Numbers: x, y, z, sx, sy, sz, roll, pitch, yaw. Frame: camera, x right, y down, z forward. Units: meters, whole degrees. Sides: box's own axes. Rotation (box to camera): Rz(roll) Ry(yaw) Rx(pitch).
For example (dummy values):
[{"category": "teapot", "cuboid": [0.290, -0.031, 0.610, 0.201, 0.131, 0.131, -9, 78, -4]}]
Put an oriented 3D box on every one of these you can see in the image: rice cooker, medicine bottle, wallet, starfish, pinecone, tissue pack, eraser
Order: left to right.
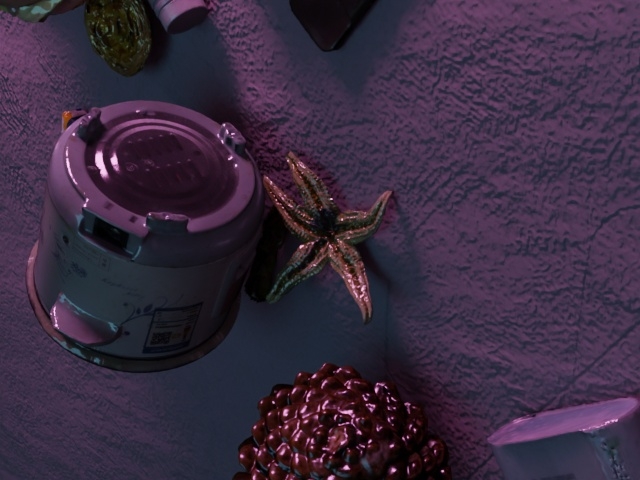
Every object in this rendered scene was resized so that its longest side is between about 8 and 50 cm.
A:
[{"category": "tissue pack", "cuboid": [-0.338, -0.146, 1.409, 0.083, 0.042, 0.062, 36, 129, 30]}, {"category": "rice cooker", "cuboid": [-0.207, 0.003, 1.148, 0.264, 0.316, 0.316, 24, 132, 1]}, {"category": "medicine bottle", "cuboid": [-0.178, -0.296, 1.146, 0.058, 0.058, 0.091, -37, 80, 49]}, {"category": "starfish", "cuboid": [0.001, 0.000, 1.092, 0.217, 0.050, 0.223, -41, 63, 26]}, {"category": "pinecone", "cuboid": [0.020, 0.289, 1.083, 0.246, 0.246, 0.292, 36, 142, 31]}, {"category": "wallet", "cuboid": [0.024, -0.262, 0.973, 0.082, 0.018, 0.156, 56, 138, 11]}, {"category": "eraser", "cuboid": [0.272, 0.271, 0.912, 0.174, 0.081, 0.227, -24, 89, 47]}]

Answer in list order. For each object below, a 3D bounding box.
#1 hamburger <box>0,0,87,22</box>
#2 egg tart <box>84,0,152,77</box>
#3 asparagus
[{"category": "hamburger", "cuboid": [-0.355, -0.421, 1.174, 0.302, 0.170, 0.302, 2, 95, 28]}, {"category": "egg tart", "cuboid": [-0.249, -0.273, 1.245, 0.129, 0.049, 0.128, 21, 124, 35]}, {"category": "asparagus", "cuboid": [-0.063, 0.013, 1.193, 0.036, 0.030, 0.165, 51, 139, 31]}]
